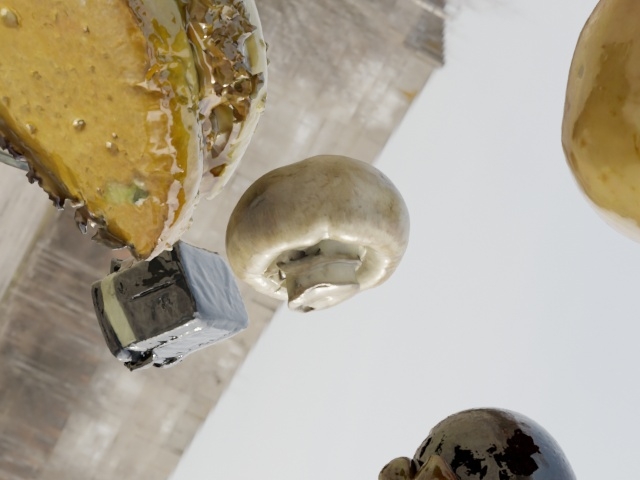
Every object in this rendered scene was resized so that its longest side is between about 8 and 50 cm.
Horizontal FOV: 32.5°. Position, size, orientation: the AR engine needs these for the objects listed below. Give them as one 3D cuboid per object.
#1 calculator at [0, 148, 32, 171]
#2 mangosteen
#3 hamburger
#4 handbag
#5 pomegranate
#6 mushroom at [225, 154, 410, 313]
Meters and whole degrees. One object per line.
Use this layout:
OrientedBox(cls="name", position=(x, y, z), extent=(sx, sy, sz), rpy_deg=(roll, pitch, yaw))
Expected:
OrientedBox(cls="calculator", position=(-0.340, -0.148, 1.536), extent=(0.177, 0.268, 0.040), rpy_deg=(-68, 166, -44))
OrientedBox(cls="mangosteen", position=(0.154, 0.291, 1.188), extent=(0.211, 0.250, 0.211), rpy_deg=(173, -90, -78))
OrientedBox(cls="hamburger", position=(-0.199, -0.234, 1.073), extent=(0.287, 0.445, 0.268), rpy_deg=(-34, -172, 38))
OrientedBox(cls="handbag", position=(-0.242, 0.097, 1.719), extent=(0.181, 0.181, 0.254), rpy_deg=(-25, 168, 11))
OrientedBox(cls="pomegranate", position=(0.393, -0.121, 0.971), extent=(0.342, 0.343, 0.342), rpy_deg=(-60, -169, 20))
OrientedBox(cls="mushroom", position=(0.000, 0.000, 0.969), extent=(0.166, 0.166, 0.127), rpy_deg=(133, -47, -57))
